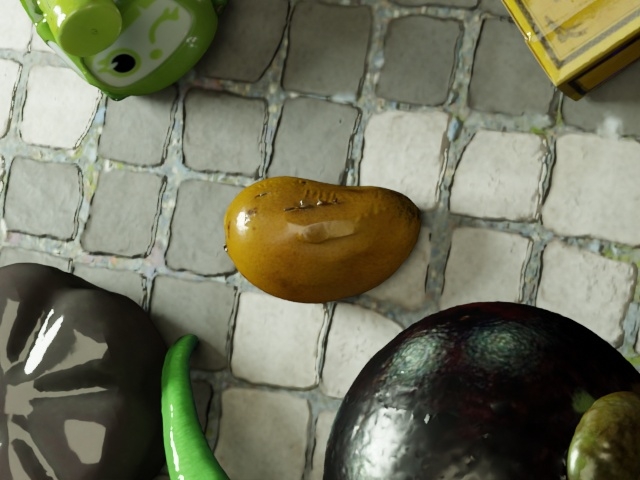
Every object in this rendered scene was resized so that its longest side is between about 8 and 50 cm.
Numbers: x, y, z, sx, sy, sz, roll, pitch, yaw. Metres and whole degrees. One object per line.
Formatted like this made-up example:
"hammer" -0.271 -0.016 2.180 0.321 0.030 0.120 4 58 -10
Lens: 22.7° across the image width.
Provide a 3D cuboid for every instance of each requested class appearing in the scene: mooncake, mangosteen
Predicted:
"mooncake" -0.245 0.139 1.359 0.245 0.133 0.245 -2 84 14
"mangosteen" 0.142 0.178 1.119 0.288 0.288 0.288 -2 86 22

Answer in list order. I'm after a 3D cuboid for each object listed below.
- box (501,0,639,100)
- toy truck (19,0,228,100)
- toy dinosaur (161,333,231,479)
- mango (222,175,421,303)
"box" 0.192 -0.286 1.233 0.193 0.084 0.301 -34 75 17
"toy truck" -0.191 -0.219 1.316 0.148 0.210 0.187 -39 71 17
"toy dinosaur" 0.042 0.303 1.244 0.144 0.374 0.500 -44 31 32
"mango" -0.002 0.000 1.293 0.159 0.084 0.105 1 93 22
